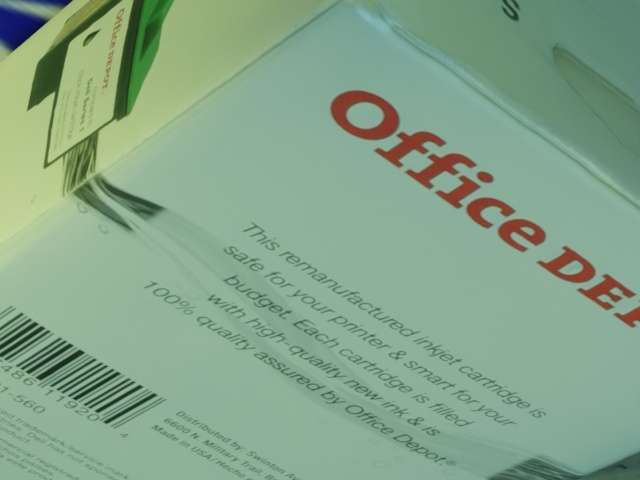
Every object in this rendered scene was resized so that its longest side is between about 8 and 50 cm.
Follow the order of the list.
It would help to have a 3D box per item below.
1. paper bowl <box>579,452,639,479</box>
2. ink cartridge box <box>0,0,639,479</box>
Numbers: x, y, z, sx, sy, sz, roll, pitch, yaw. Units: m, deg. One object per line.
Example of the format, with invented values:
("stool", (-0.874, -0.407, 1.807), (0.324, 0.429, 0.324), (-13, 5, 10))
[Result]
("paper bowl", (0.145, 0.148, 0.605), (0.284, 0.148, 0.284), (5, 141, 4))
("ink cartridge box", (0.000, 0.000, 0.489), (0.160, 0.092, 0.219), (33, 136, -28))
